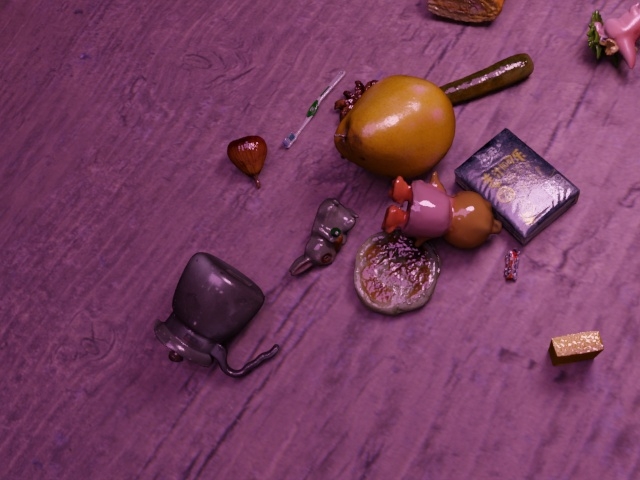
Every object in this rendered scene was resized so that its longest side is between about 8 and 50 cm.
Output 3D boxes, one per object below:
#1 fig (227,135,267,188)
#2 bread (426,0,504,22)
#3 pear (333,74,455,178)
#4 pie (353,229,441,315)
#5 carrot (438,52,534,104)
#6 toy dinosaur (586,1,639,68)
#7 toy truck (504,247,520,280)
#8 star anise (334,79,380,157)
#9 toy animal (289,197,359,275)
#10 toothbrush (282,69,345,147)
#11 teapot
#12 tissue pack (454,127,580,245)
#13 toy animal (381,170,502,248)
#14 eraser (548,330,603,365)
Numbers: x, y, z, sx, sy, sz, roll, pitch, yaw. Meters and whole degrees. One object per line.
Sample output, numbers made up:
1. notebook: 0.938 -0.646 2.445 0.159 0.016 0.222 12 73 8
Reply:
1. fig: -0.201 -0.246 1.702 0.119 0.153 0.119 -31 23 15
2. bread: 0.476 -0.832 1.669 0.236 0.165 0.375 17 74 19
3. pear: 0.192 -0.296 1.465 0.284 0.336 0.285 -2 87 34
4. pie: 0.193 0.076 1.469 0.240 0.054 0.241 -5 69 13
5. carrot: 0.410 -0.428 1.587 0.358 0.074 0.074 -19 66 11
6. toy dinosaur: 0.795 -0.528 1.445 0.177 0.152 0.194 16 84 52
7. toy truck: 0.473 0.057 1.406 0.032 0.024 0.083 10 73 -3
8. star anise: 0.124 -0.367 1.652 0.177 0.073 0.234 -14 73 21
9. toy animal: 0.010 0.000 1.541 0.108 0.138 0.236 24 103 -15
10. toothbrush: -0.017 -0.401 1.733 0.030 0.030 0.304 33 79 25
11. teapot: -0.280 0.219 1.511 0.285 0.305 0.223 -54 28 0
12. tissue pack: 0.492 -0.141 1.445 0.185 0.081 0.257 -39 64 -2
13. toy animal: 0.307 -0.064 1.402 0.281 0.169 0.195 10 106 -9
14. eraser: 0.559 0.240 1.256 0.097 0.122 0.045 -13 65 11
